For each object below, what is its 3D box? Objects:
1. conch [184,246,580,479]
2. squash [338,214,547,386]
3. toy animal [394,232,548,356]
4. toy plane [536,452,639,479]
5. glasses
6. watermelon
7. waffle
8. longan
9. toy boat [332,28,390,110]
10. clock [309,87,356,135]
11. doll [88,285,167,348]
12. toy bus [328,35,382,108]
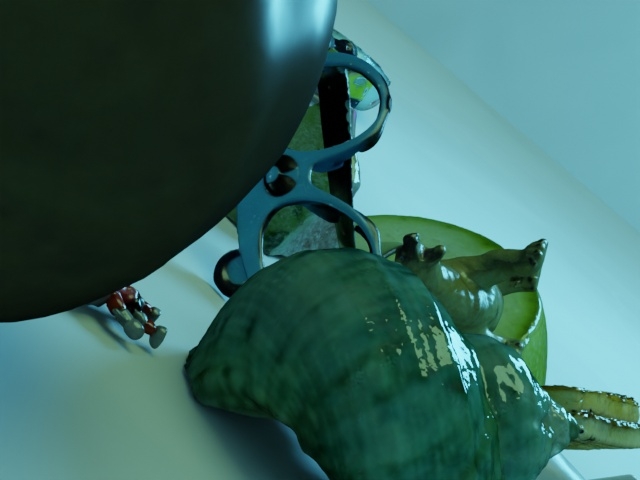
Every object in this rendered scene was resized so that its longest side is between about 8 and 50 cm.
[{"bbox_3d":[0.040,0.087,0.924,0.202,0.134,0.196,35,14,-11],"label":"conch"},{"bbox_3d":[0.123,0.085,1.445,0.204,0.155,0.237,-12,41,-24],"label":"squash"},{"bbox_3d":[0.105,0.043,1.203,0.101,0.103,0.219,15,-4,8],"label":"toy animal"},{"bbox_3d":[0.125,0.143,1.097,0.174,0.080,0.174,34,12,-9],"label":"toy plane"},{"bbox_3d":[0.031,-0.010,1.200,0.207,0.102,0.239,35,47,-43],"label":"glasses"},{"bbox_3d":[-0.028,-0.019,1.341,0.098,0.121,0.158,62,-23,28],"label":"watermelon"},{"bbox_3d":[0.177,0.134,1.249,0.102,0.042,0.148,-2,-10,29],"label":"waffle"},{"bbox_3d":[-0.149,-0.113,0.730,0.319,0.319,0.319,36,12,-9],"label":"longan"},{"bbox_3d":[0.021,-0.219,2.169,0.134,0.079,0.208,44,0,-12],"label":"toy boat"},{"bbox_3d":[-0.038,-0.126,1.622,0.147,0.071,0.192,37,12,-6],"label":"clock"},{"bbox_3d":[-0.129,0.016,0.924,0.114,0.039,0.057,46,40,-29],"label":"doll"},{"bbox_3d":[-0.027,-0.207,1.877,0.175,0.101,0.088,38,11,23],"label":"toy bus"}]
